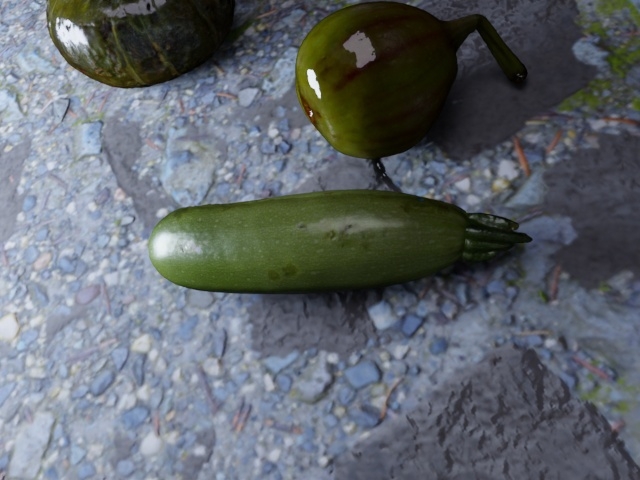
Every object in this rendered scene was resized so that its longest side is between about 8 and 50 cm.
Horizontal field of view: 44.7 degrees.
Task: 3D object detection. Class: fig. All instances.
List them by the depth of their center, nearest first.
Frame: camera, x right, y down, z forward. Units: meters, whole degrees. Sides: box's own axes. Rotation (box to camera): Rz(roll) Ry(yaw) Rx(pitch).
[{"bbox_3d":[0.069,-0.156,0.695,0.186,0.142,0.148,-39,79,9],"label":"fig"}]

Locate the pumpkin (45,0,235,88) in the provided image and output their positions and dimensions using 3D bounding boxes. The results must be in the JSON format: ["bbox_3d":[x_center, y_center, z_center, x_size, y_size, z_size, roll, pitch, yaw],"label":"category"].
[{"bbox_3d":[-0.212,-0.278,0.876,0.219,0.162,0.219,-9,60,15],"label":"pumpkin"}]

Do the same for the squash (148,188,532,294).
[{"bbox_3d":[0.000,0.000,0.652,0.341,0.094,0.094,-2,57,19],"label":"squash"}]
